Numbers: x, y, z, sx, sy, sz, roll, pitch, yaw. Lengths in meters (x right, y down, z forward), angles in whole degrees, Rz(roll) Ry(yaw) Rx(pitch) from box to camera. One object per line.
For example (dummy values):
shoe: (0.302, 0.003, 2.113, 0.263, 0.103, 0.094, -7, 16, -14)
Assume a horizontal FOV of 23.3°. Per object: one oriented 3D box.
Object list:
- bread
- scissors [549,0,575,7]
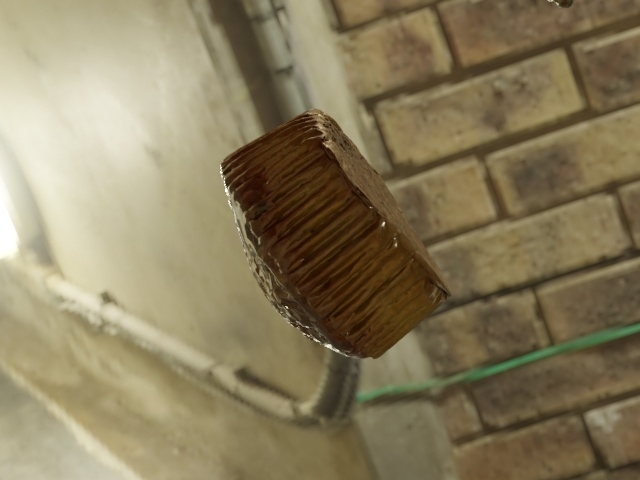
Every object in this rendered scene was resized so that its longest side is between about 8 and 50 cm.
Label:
bread: (0.000, 0.000, 0.518, 0.053, 0.085, 0.085, -36, 16, 7)
scissors: (0.193, -0.327, 1.247, 0.138, 0.289, 0.041, -24, 31, -36)
